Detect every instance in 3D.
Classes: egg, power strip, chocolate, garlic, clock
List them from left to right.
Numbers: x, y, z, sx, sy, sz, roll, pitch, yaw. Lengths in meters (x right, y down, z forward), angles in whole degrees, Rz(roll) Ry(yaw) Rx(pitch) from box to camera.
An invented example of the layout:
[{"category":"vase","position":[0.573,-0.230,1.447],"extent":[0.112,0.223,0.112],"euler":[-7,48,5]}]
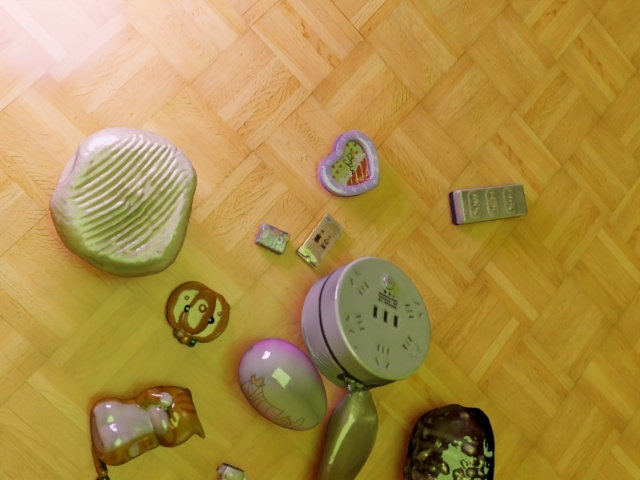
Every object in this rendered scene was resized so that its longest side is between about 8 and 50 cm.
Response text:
[{"category":"egg","position":[-0.096,0.377,1.876],"extent":[0.196,0.196,0.271],"euler":[-32,107,-21]},{"category":"garlic","position":[0.067,0.552,1.966],"extent":[0.143,0.112,0.318],"euler":[33,70,-38]},{"category":"clock","position":[0.089,-0.204,2.070],"extent":[0.172,0.064,0.198],"euler":[36,73,-15]},{"category":"power strip","position":[0.124,0.232,1.927],"extent":[0.357,0.161,0.358],"euler":[18,59,-33]},{"category":"chocolate","position":[0.338,0.624,2.017],"extent":[0.209,0.225,0.341],"euler":[9,82,-13]},{"category":"power strip","position":[0.521,-0.114,2.235],"extent":[0.256,0.070,0.105],"euler":[-8,88,-24]}]

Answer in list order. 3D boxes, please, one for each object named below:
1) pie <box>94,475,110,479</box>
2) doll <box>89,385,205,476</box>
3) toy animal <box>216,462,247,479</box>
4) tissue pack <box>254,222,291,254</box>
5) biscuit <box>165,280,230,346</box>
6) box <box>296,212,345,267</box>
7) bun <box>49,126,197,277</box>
[{"category":"pie","position":[-0.546,0.661,1.753],"extent":[0.088,0.033,0.191],"euler":[38,73,-19]},{"category":"doll","position":[-0.425,0.443,1.754],"extent":[0.269,0.162,0.167],"euler":[-14,67,-17]},{"category":"toy animal","position":[-0.238,0.639,1.858],"extent":[0.085,0.071,0.125],"euler":[33,64,-35]},{"category":"tissue pack","position":[-0.131,-0.005,1.979],"extent":[0.083,0.035,0.063],"euler":[26,76,-16]},{"category":"biscuit","position":[-0.319,0.194,1.876],"extent":[0.170,0.050,0.171],"euler":[2,84,-21]},{"category":"box","position":[0.000,0.000,2.040],"extent":[0.073,0.020,0.149],"euler":[43,71,-14]},{"category":"bun","position":[-0.464,-0.084,1.748],"extent":[0.349,0.227,0.352],"euler":[-41,98,-20]}]
